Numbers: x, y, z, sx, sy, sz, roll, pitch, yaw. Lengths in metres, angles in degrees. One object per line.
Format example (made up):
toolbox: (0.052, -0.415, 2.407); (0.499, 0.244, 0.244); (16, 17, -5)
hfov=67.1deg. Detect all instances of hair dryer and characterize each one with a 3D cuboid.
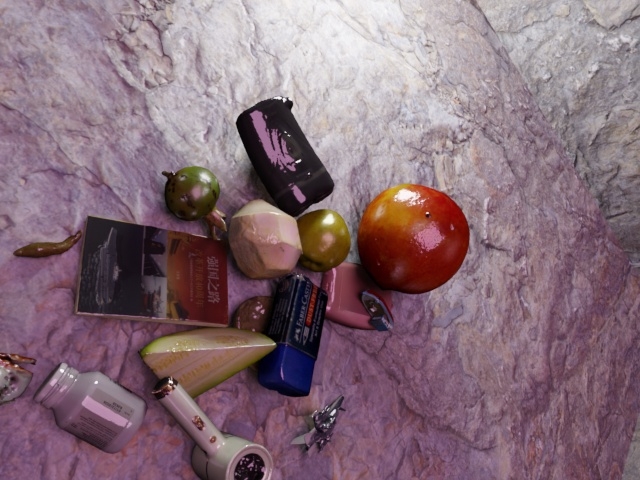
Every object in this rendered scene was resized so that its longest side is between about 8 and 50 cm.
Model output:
hair dryer: (-0.283, 0.454, 1.153); (0.128, 0.203, 0.361); (-45, 110, -34)

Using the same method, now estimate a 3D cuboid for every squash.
squash: (-0.287, 0.260, 1.229); (0.289, 0.111, 0.203); (-31, 122, -14)

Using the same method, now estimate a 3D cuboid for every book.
book: (-0.416, 0.085, 1.243); (0.374, 0.028, 0.262); (11, 56, -32)

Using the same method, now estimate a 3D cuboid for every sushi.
sushi: (-0.742, 0.293, 0.939); (0.332, 0.124, 0.129); (2, 70, -37)

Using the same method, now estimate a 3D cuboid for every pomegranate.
pomegranate: (-0.338, -0.101, 1.320); (0.156, 0.156, 0.220); (-40, 126, -35)

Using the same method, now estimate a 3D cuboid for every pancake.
pancake: (-0.159, 0.270, 1.401); (0.242, 0.050, 0.241); (16, 67, -43)

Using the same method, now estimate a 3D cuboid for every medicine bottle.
medicine bottle: (-0.512, 0.366, 1.074); (0.215, 0.135, 0.135); (41, 59, -20)

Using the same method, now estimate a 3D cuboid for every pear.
pear: (0.000, 0.001, 1.497); (0.198, 0.198, 0.198); (9, 73, -33)

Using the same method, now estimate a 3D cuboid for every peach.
peach: (0.298, 0.006, 1.593); (0.389, 0.388, 0.387); (9, 73, -33)

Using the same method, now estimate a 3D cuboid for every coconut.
coconut: (-0.157, -0.009, 1.369); (0.198, 0.237, 0.236); (-9, 82, 0)

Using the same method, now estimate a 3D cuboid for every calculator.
calculator: (0.131, 0.185, 1.622); (0.330, 0.048, 0.219); (18, 67, -33)

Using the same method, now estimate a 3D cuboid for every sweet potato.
sweet potato: (-0.636, 0.016, 1.138); (0.153, 0.038, 0.041); (-22, 114, -38)

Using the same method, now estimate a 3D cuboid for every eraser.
eraser: (-0.076, 0.261, 1.372); (0.155, 0.102, 0.331); (38, 49, -37)

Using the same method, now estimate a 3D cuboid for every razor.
razor: (-0.105, -0.250, 1.438); (0.205, 0.113, 0.348); (-31, 95, -30)

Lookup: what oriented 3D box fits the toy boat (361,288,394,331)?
toy boat: (0.184, 0.230, 1.582); (0.059, 0.069, 0.172); (-48, 116, -45)

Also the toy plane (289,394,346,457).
toy plane: (0.019, 0.545, 1.434); (0.234, 0.082, 0.159); (-31, 123, -35)
